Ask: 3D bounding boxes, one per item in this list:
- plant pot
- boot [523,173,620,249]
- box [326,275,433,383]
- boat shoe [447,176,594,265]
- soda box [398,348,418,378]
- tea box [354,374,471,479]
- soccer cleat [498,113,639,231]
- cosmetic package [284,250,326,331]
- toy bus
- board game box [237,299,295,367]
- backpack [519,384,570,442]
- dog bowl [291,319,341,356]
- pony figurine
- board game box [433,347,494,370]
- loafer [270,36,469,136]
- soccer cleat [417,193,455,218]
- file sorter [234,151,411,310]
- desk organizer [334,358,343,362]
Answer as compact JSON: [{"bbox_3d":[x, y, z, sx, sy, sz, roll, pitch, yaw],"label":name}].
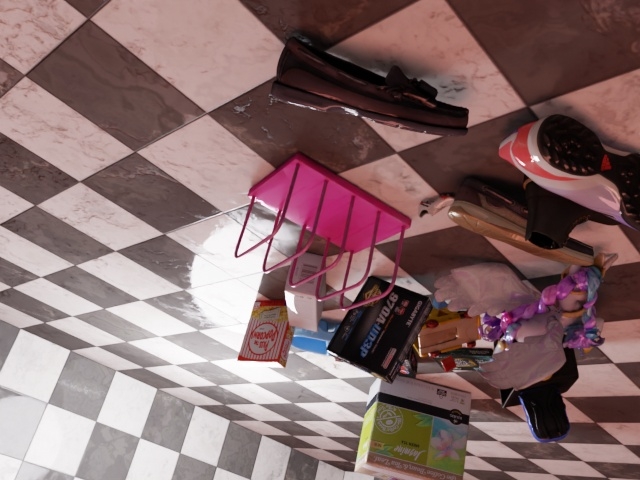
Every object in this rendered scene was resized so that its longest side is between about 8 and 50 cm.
[{"bbox_3d":[0.546,0.307,1.601,0.166,0.188,0.187,-3,149,4],"label":"plant pot"},{"bbox_3d":[0.433,-0.028,1.080,0.197,0.137,0.077,17,152,-7],"label":"boot"},{"bbox_3d":[0.142,0.209,1.506,0.175,0.220,0.051,20,157,34],"label":"box"},{"bbox_3d":[0.373,-0.033,1.142,0.285,0.092,0.103,20,174,-4],"label":"boat shoe"},{"bbox_3d":[0.263,0.375,1.965,0.060,0.053,0.169,4,149,19],"label":"soda box"},{"bbox_3d":[0.320,0.667,2.180,0.328,0.324,0.220,14,152,-1],"label":"tea box"},{"bbox_3d":[0.433,-0.100,1.009,0.318,0.109,0.116,24,170,-21],"label":"soccer cleat"},{"bbox_3d":[-0.036,0.133,1.607,0.085,0.117,0.231,12,150,6],"label":"cosmetic package"},{"bbox_3d":[0.320,0.215,1.597,0.202,0.191,0.104,33,-168,-24],"label":"toy bus"},{"bbox_3d":[-0.146,0.267,1.814,0.146,0.194,0.045,-6,146,31],"label":"board game box"},{"bbox_3d":[0.540,0.418,1.500,0.097,0.120,0.101,-19,149,11],"label":"backpack"},{"bbox_3d":[0.031,0.295,1.910,0.297,0.074,0.166,9,151,8],"label":"dog bowl"},{"bbox_3d":[0.456,0.179,1.356,0.350,0.303,0.363,-22,143,-2],"label":"pony figurine"},{"bbox_3d":[0.436,0.356,1.881,0.186,0.026,0.126,-4,147,30],"label":"board game box"},{"bbox_3d":[0.079,-0.226,0.933,0.302,0.109,0.095,12,108,2],"label":"loafer"},{"bbox_3d":[0.223,-0.064,1.215,0.083,0.036,0.029,-13,141,41],"label":"soccer cleat"},{"bbox_3d":[0.000,0.000,1.280,0.290,0.182,0.202,28,148,-24],"label":"file sorter"},{"bbox_3d":[0.108,0.367,2.031,0.130,0.047,0.050,4,147,18],"label":"desk organizer"}]
